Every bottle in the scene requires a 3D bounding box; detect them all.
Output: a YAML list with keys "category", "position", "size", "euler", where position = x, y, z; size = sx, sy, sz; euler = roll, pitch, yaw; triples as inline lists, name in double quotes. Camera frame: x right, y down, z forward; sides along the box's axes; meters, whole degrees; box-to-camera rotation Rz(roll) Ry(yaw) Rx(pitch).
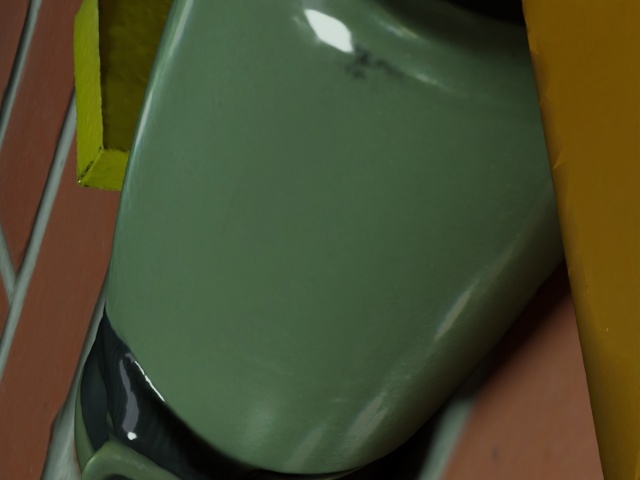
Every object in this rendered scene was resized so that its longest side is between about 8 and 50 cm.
- category: "bottle"
  position: [-0.001, 0.002, 0.645]
  size: [0.347, 0.168, 0.168]
  euler: [116, 151, -43]

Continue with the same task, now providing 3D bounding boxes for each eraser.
- category: "eraser"
  position: [-0.058, -0.070, 0.834]
  size: [0.045, 0.122, 0.097]
  euler: [137, 135, -57]

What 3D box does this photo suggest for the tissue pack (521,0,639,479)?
- category: "tissue pack"
  position: [0.158, -0.005, 0.313]
  size: [0.194, 0.145, 0.274]
  euler: [130, 141, -52]
